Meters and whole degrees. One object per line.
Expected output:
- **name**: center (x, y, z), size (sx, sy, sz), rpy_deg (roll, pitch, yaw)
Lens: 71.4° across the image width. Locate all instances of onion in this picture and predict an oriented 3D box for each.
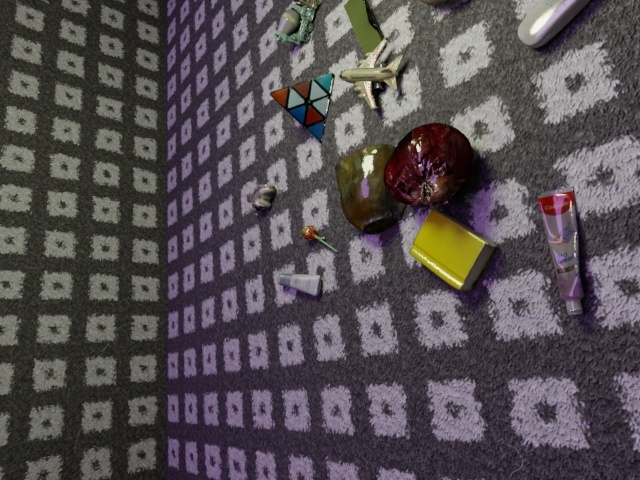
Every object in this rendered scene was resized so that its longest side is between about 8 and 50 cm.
- **onion**: center (0.296, -0.206, 1.276), size (0.281, 0.221, 0.281), rpy_deg (-37, 39, 37)

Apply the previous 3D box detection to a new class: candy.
- **candy**: center (0.000, 0.000, 1.742), size (0.201, 0.060, 0.061), rpy_deg (34, 110, 39)

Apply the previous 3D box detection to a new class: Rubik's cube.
- **Rubik's cube**: center (-0.056, -0.503, 1.867), size (0.234, 0.284, 0.250), rpy_deg (66, 161, 5)

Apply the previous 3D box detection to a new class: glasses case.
- **glasses case**: center (0.594, -0.584, 1.092), size (0.233, 0.059, 0.092), rpy_deg (-45, 49, 34)

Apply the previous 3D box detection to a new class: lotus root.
- **lotus root**: center (0.150, -0.157, 1.504), size (0.267, 0.149, 0.261), rpy_deg (-19, 69, 51)

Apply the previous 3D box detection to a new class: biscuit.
- **biscuit**: center (0.166, -0.812, 1.671), size (0.099, 0.038, 0.323), rpy_deg (-44, 53, 41)

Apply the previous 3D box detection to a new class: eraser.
- **eraser**: center (0.367, 0.024, 1.264), size (0.226, 0.069, 0.158), rpy_deg (44, 119, 45)

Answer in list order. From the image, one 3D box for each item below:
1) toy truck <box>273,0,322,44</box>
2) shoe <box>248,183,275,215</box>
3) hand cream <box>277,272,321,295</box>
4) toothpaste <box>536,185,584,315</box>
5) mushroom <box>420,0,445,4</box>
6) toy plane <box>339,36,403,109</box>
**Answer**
- **toy truck**: center (-0.102, -0.982, 1.945), size (0.108, 0.140, 0.257), rpy_deg (41, 115, 46)
- **shoe**: center (-0.273, -0.189, 2.065), size (0.180, 0.089, 0.092), rpy_deg (-34, 58, 46)
- **hand cream**: center (-0.085, 0.170, 1.808), size (0.255, 0.048, 0.080), rpy_deg (3, 85, 50)
- **toothpaste**: center (0.570, 0.022, 1.038), size (0.075, 0.048, 0.301), rpy_deg (-22, 65, 51)
- **mushroom**: center (0.347, -0.833, 1.330), size (0.226, 0.177, 0.227), rpy_deg (-174, 90, -67)
- **toy plane**: center (0.174, -0.583, 1.572), size (0.256, 0.104, 0.242), rpy_deg (16, 99, 51)
